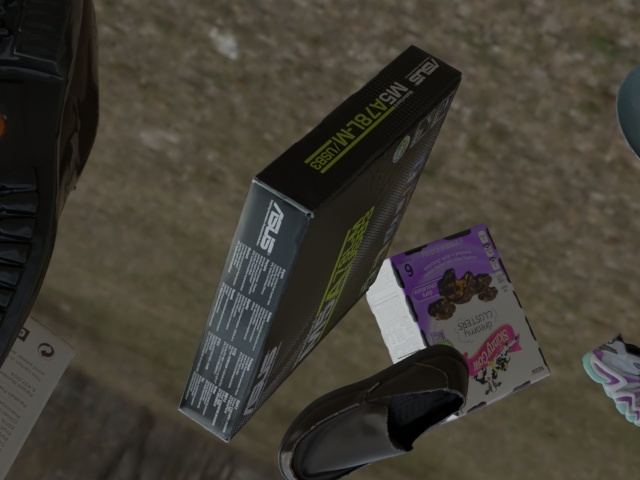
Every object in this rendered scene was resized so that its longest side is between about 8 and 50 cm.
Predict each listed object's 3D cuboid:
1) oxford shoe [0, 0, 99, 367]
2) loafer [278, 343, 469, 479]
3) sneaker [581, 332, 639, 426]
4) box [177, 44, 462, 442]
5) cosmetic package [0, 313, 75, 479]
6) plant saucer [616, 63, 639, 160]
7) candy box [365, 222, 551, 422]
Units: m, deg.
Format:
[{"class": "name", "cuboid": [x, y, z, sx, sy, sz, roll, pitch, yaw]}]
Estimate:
[{"class": "oxford shoe", "cuboid": [-0.141, -0.020, 0.705, 0.083, 0.227, 0.096, 13, 169, 14]}, {"class": "loafer", "cuboid": [0.053, 0.183, 1.563, 0.080, 0.220, 0.078, 53, -173, -23]}, {"class": "sneaker", "cuboid": [0.308, 0.132, 1.516, 0.098, 0.069, 0.038, 47, -166, -19]}, {"class": "box", "cuboid": [0.000, 0.000, 0.919, 0.045, 0.184, 0.190, 31, 131, 11]}, {"class": "cosmetic package", "cuboid": [-0.342, 0.202, 1.114, 0.155, 0.365, 0.197, 39, 133, -14]}, {"class": "plant saucer", "cuboid": [0.398, -0.111, 1.644, 0.195, 0.195, 0.037, 24, 145, 3]}, {"class": "candy box", "cuboid": [0.155, 0.097, 1.793, 0.165, 0.196, 0.070, -19, 173, -40]}]
